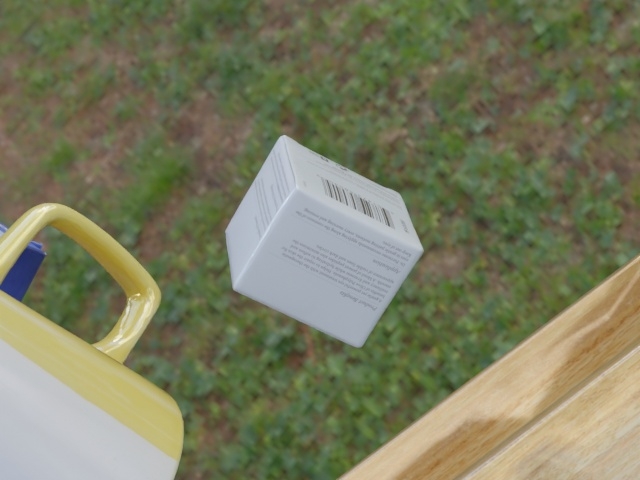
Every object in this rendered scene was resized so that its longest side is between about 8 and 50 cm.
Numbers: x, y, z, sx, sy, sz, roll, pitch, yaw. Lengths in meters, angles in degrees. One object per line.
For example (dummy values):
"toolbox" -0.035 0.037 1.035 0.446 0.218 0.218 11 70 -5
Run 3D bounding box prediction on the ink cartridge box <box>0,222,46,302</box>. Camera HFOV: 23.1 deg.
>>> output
"ink cartridge box" -0.293 0.054 1.002 0.065 0.311 0.185 28 90 26

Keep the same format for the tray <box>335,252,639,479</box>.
"tray" 0.058 0.114 0.613 0.411 0.076 0.203 -35 -1 -7

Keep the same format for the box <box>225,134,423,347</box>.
"box" 0.000 0.000 1.068 0.087 0.101 0.102 -58 18 17

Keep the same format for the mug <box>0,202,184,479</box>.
"mug" -0.073 0.034 0.339 0.062 0.064 0.078 -33 29 23
